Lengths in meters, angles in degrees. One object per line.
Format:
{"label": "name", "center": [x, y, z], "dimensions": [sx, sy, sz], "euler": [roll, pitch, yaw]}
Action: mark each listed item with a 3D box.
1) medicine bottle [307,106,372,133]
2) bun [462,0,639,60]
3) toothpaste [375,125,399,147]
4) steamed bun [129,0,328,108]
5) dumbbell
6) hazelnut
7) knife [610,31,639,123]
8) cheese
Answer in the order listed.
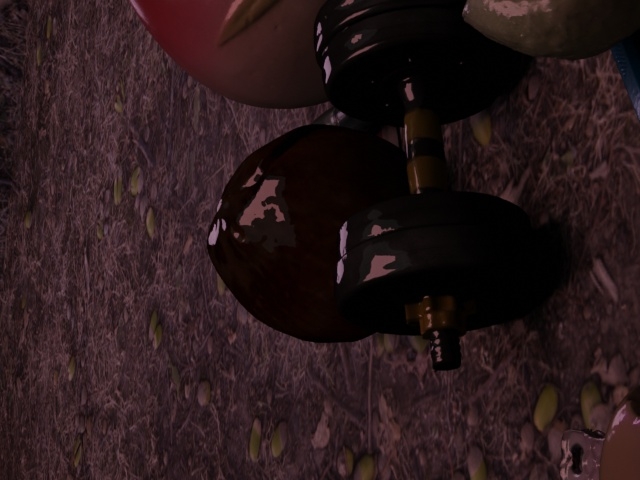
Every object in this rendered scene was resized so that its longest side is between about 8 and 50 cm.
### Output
{"label": "medicine bottle", "center": [0.008, -0.107, 1.971], "dimensions": [0.054, 0.090, 0.208], "euler": [50, 151, 1]}
{"label": "bun", "center": [0.192, -0.232, 1.431], "dimensions": [0.204, 0.126, 0.212], "euler": [10, 74, 36]}
{"label": "toothpaste", "center": [0.019, -0.026, 1.982], "dimensions": [0.266, 0.061, 0.096], "euler": [-44, 45, 51]}
{"label": "steamed bun", "center": [-0.074, -0.287, 1.940], "dimensions": [0.309, 0.309, 0.309], "euler": [-176, 90, -69]}
{"label": "dumbbell", "center": [0.093, -0.073, 1.615], "dimensions": [0.185, 0.185, 0.388], "euler": [134, 136, -59]}
{"label": "hazelnut", "center": [0.000, 0.000, 1.796], "dimensions": [0.234, 0.218, 0.218], "euler": [-57, 34, 37]}
{"label": "knife", "center": [0.239, -0.166, 1.474], "dimensions": [0.044, 0.026, 0.296], "euler": [116, 148, -49]}
{"label": "cheese", "center": [0.241, 0.169, 1.323], "dimensions": [0.286, 0.082, 0.163], "euler": [-173, 89, -70]}
